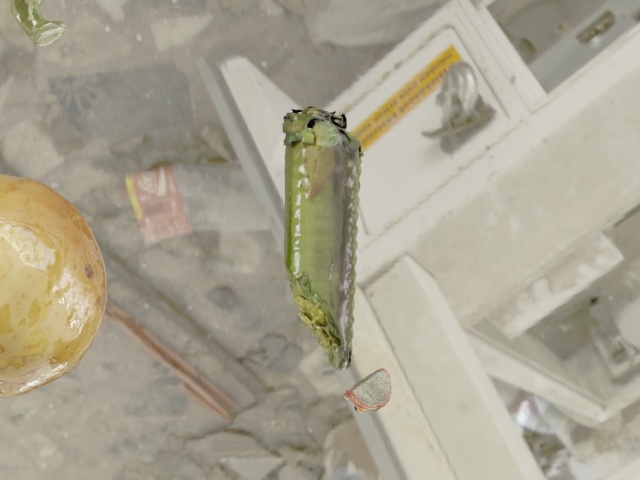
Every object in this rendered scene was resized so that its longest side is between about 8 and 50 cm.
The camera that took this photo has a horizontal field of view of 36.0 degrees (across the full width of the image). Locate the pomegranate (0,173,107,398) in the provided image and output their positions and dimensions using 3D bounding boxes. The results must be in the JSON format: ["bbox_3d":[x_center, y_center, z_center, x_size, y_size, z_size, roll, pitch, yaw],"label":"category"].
[{"bbox_3d":[-0.542,0.094,1.570,0.409,0.410,0.410,-6,129,-8],"label":"pomegranate"}]

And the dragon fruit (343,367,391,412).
[{"bbox_3d":[0.087,0.268,1.713,0.083,0.060,0.056,-34,175,-32],"label":"dragon fruit"}]

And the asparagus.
[{"bbox_3d":[0.000,0.000,1.436,0.108,0.382,0.128,0,178,32],"label":"asparagus"}]

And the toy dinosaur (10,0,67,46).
[{"bbox_3d":[-0.233,-0.251,0.803,0.294,0.162,0.077,-18,167,-8],"label":"toy dinosaur"}]
